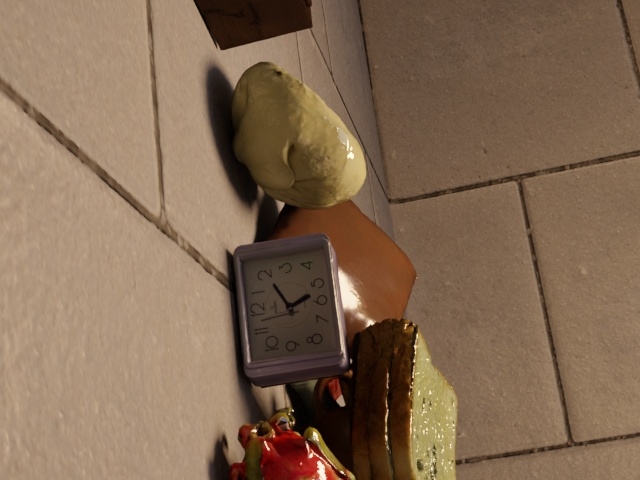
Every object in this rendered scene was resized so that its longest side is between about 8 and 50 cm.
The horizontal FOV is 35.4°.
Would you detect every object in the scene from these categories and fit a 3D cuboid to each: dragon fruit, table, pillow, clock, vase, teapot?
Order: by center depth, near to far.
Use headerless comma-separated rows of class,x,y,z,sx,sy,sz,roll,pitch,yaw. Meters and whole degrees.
dragon fruit,-0.034,0.297,1.205,0.166,0.160,0.172,-30,110,-35
clock,-0.043,0.096,1.395,0.073,0.144,0.193,68,13,-68
teapot,0.007,0.309,1.472,0.178,0.135,0.252,152,-52,-66
table,-0.106,-0.431,1.530,0.193,0.172,0.169,64,17,-54
vase,0.006,0.290,1.661,0.086,0.086,0.214,-88,159,-53
pillow,0.035,0.053,1.681,0.308,0.108,0.305,44,35,-17

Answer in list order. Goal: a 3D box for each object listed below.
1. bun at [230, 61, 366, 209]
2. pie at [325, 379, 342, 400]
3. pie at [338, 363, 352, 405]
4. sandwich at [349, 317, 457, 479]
bun,-0.045,-0.144,1.559,0.259,0.160,0.259,41,-4,3
pie,0.010,0.222,1.756,0.153,0.038,0.153,2,90,-66
pie,0.096,0.326,1.634,0.273,0.069,0.273,-21,90,-86
sandwich,0.122,0.276,1.420,0.273,0.095,0.249,56,32,-53
